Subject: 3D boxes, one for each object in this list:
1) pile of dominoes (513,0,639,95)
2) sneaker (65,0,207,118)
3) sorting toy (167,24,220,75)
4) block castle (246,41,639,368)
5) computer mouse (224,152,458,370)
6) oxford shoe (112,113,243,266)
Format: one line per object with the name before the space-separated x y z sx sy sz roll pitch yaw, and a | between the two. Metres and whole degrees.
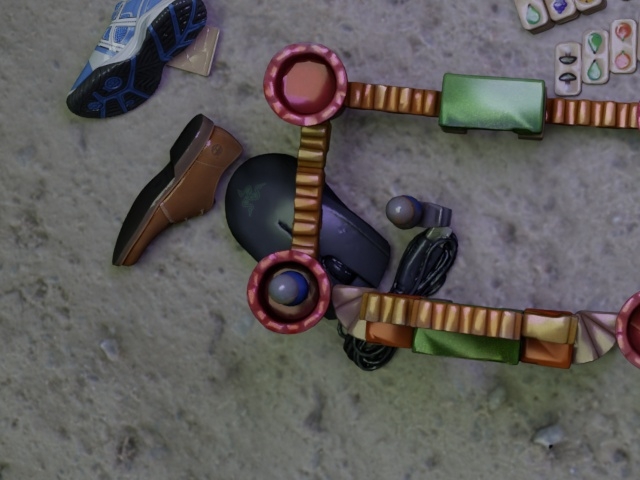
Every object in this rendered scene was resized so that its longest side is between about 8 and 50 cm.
pile of dominoes | 0.329 -0.281 1.732 0.251 0.040 0.196 -20 83 17
sneaker | -0.216 -0.223 1.897 0.211 0.080 0.081 -41 53 18
sorting toy | -0.144 -0.237 1.898 0.062 0.012 0.083 18 98 22
block castle | 0.162 -0.030 1.658 0.453 0.213 0.303 6 90 7
computer mouse | 0.000 0.000 1.818 0.272 0.072 0.188 36 101 15
oxford shoe | -0.165 -0.042 1.878 0.076 0.076 0.212 30 114 -24
